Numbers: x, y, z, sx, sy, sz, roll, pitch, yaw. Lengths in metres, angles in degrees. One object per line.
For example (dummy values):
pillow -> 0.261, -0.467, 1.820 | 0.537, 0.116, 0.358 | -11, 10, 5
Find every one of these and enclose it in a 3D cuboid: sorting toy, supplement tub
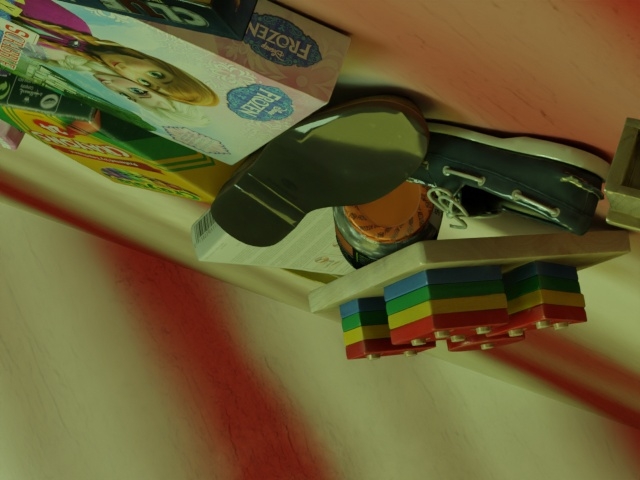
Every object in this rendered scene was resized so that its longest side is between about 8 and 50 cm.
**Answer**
sorting toy -> 0.158, 0.066, 1.451 | 0.255, 0.089, 0.257 | -3, 168, -27
supplement tub -> 0.072, -0.028, 1.450 | 0.117, 0.117, 0.190 | 19, 171, 5

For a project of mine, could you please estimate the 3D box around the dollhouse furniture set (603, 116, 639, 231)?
dollhouse furniture set -> 0.268, -0.058, 0.737 | 0.182, 0.161, 0.101 | 17, 170, 23

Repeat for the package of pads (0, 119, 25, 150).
package of pads -> -0.388, -0.160, 1.728 | 0.032, 0.083, 0.050 | 22, 168, 14

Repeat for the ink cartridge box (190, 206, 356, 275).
ink cartridge box -> -0.012, -0.026, 1.642 | 0.232, 0.066, 0.189 | 2, 152, -34

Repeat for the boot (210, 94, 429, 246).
boot -> 0.004, -0.093, 1.324 | 0.112, 0.115, 0.305 | 41, 146, -19

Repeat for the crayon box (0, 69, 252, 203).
crayon box -> -0.227, -0.125, 1.616 | 0.202, 0.081, 0.318 | 12, 169, 36

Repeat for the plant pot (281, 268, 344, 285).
plant pot -> 0.000, 0.000, 1.819 | 0.134, 0.095, 0.134 | 18, 171, 3

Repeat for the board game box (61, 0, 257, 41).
board game box -> -0.123, -0.204, 0.687 | 0.243, 0.165, 0.042 | 16, 170, 23

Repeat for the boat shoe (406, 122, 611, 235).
boat shoe -> 0.148, -0.053, 1.261 | 0.254, 0.079, 0.095 | 12, 170, 39

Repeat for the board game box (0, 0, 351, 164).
board game box -> -0.172, -0.177, 1.205 | 0.318, 0.066, 0.318 | 22, 168, -14
